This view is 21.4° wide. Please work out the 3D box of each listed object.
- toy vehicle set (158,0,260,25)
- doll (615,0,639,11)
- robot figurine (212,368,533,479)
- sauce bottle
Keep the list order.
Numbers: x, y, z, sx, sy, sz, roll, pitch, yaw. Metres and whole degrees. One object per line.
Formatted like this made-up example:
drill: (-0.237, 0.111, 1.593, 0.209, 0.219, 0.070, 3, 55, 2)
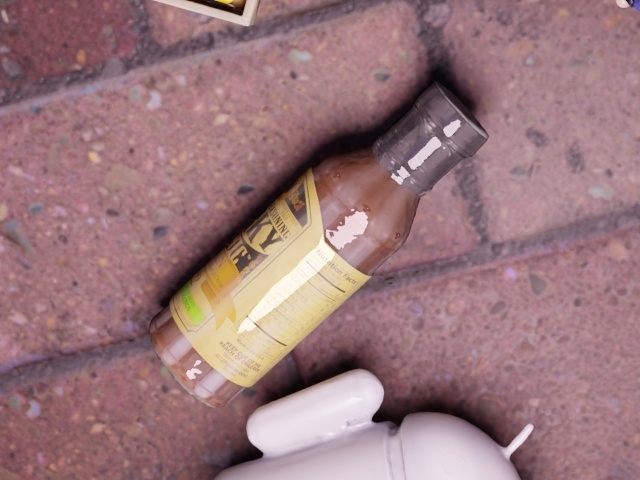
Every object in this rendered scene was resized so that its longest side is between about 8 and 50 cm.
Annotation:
toy vehicle set: (-0.165, -0.305, 1.496, 0.267, 0.035, 0.166, 16, 101, 5)
doll: (0.264, -0.231, 1.406, 0.046, 0.129, 0.189, -23, 58, -16)
robot figurine: (0.034, 0.268, 1.483, 0.353, 0.200, 0.300, -17, 93, 10)
sauce bottle: (0.000, 0.000, 1.491, 0.344, 0.111, 0.111, -43, 92, 11)
